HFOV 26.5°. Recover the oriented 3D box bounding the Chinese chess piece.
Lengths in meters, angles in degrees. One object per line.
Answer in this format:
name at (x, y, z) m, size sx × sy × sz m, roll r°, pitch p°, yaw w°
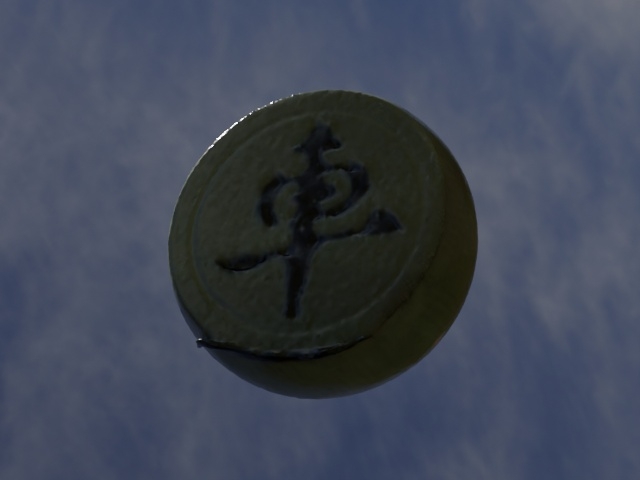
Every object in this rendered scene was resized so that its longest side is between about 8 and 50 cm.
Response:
Chinese chess piece at (0.000, 0.000, 0.359) m, size 0.034 × 0.084 × 0.084 m, roll 50°, pitch -148°, yaw -57°
